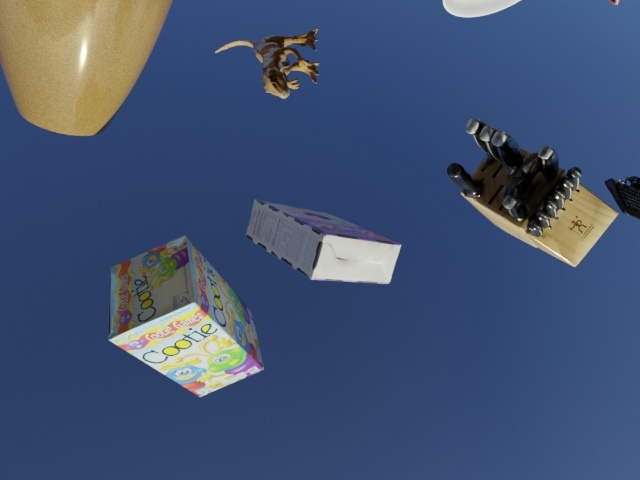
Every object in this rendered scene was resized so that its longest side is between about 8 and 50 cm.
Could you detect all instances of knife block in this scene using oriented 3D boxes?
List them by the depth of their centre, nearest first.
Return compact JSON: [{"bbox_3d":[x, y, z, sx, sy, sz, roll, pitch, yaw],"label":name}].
[{"bbox_3d":[0.249,-0.076,0.593,0.242,0.276,0.088,32,-79,-11],"label":"knife block"}]

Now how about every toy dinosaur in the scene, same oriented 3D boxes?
[{"bbox_3d":[-0.063,-0.246,0.568,0.112,0.064,0.211,-6,-144,-21],"label":"toy dinosaur"}]

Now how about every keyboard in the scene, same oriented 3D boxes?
[{"bbox_3d":[0.546,-0.070,0.726,0.191,0.038,0.100,12,-128,-29],"label":"keyboard"}]

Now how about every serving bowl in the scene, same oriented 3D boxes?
[{"bbox_3d":[0.139,-0.219,0.356,0.083,0.083,0.027,-7,-96,-22],"label":"serving bowl"}]

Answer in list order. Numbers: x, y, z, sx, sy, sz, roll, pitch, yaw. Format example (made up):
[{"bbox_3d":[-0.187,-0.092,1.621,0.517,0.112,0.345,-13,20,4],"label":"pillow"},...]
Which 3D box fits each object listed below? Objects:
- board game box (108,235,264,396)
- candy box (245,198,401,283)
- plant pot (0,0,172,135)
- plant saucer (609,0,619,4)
[{"bbox_3d":[-0.226,0.146,0.780,0.142,0.275,0.144,-23,-129,2],"label":"board game box"},{"bbox_3d":[0.000,0.000,0.707,0.164,0.196,0.070,7,-77,-40],"label":"candy box"},{"bbox_3d":[-0.335,-0.285,0.600,0.237,0.254,0.237,19,-150,-11],"label":"plant pot"},{"bbox_3d":[0.321,-0.473,0.562,0.258,0.047,0.259,21,-138,-53],"label":"plant saucer"}]
